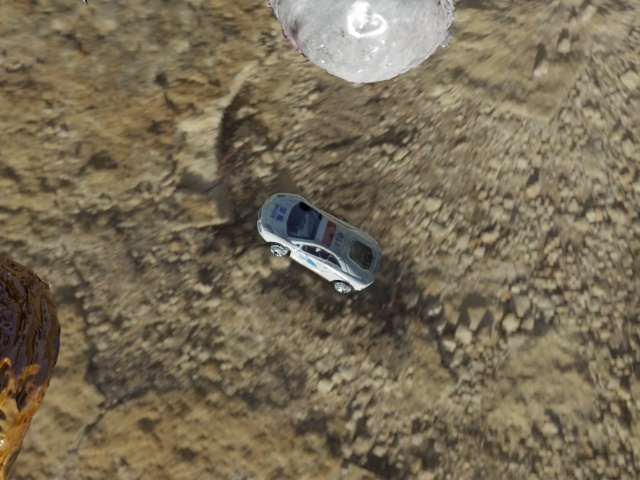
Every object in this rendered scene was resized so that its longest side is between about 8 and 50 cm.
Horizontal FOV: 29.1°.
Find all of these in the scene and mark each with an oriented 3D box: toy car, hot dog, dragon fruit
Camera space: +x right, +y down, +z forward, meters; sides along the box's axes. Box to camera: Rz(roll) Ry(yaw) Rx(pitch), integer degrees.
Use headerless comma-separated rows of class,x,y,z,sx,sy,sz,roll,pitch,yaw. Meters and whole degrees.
toy car,0.000,0.000,1.837,0.205,0.095,0.056,31,149,-19
hot dog,-0.284,0.114,0.985,0.160,0.099,0.227,42,121,22
dragon fruit,0.046,-0.367,1.755,0.204,0.221,0.283,-29,89,-13

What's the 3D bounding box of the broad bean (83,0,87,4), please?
broad bean,-0.249,-0.256,0.816,0.043,0.060,0.297,-7,145,31
